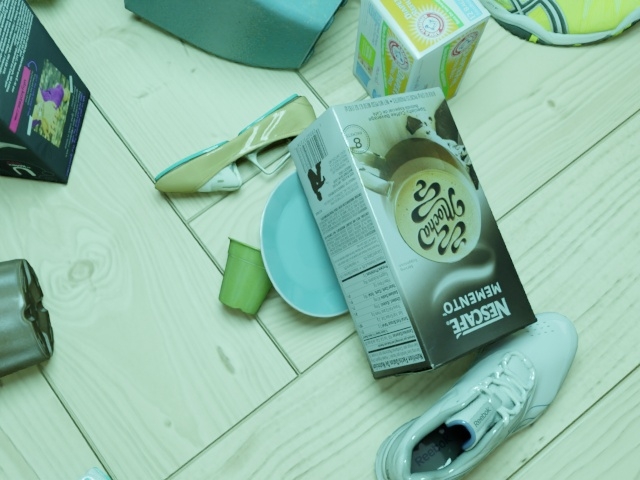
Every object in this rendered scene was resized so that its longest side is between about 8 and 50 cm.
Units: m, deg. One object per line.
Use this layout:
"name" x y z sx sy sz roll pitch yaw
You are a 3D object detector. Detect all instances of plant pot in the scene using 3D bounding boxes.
"plant pot" -0.089 0.047 0.855 0.083 0.083 0.079 21 87 5
"plant pot" -0.409 0.099 0.798 0.165 0.167 0.167 -16 75 -12
"plant pot" -0.078 -0.366 0.887 0.252 0.248 0.247 34 76 -8

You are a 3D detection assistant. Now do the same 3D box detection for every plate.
"plate" 0.000 0.000 0.849 0.188 0.024 0.188 4 84 -36

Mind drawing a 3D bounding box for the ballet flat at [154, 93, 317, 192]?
"ballet flat" -0.101 -0.107 0.896 0.232 0.080 0.073 -32 92 -7

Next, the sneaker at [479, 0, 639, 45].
"sneaker" 0.271 -0.378 0.933 0.384 0.147 0.145 15 73 2

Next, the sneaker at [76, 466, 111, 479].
"sneaker" -0.242 0.305 0.785 0.212 0.080 0.094 -5 63 -1

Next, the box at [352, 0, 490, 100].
"box" 0.117 -0.242 0.865 0.103 0.203 0.114 -33 77 -9

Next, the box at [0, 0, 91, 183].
"box" -0.404 -0.184 0.811 0.165 0.270 0.143 8 75 2

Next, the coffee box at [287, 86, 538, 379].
"coffee box" 0.103 -0.010 0.799 0.168 0.119 0.297 -17 83 -32

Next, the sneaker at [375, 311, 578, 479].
"sneaker" 0.192 0.191 0.787 0.297 0.129 0.111 -42 77 -12
